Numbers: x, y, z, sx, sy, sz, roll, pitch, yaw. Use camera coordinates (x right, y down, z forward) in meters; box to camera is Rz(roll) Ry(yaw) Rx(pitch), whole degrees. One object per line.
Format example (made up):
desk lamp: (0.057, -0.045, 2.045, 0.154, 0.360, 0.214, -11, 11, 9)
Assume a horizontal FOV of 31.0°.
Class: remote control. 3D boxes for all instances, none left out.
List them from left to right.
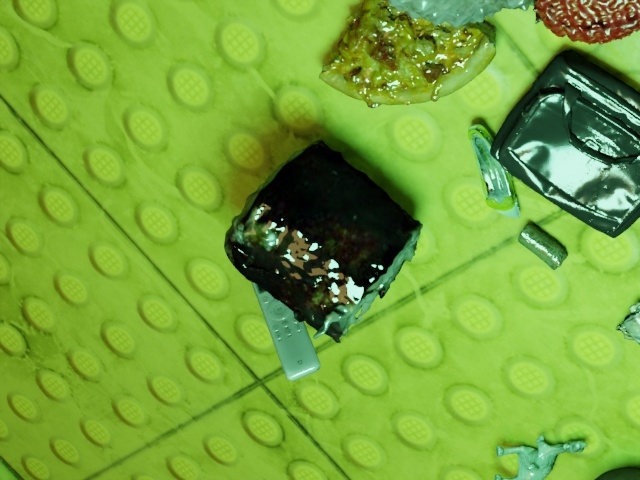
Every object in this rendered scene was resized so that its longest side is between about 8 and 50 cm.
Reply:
remote control: (-0.069, 0.144, 2.139, 0.067, 0.261, 0.029, -22, 141, -1)

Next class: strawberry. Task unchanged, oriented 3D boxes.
strawberry: (0.418, -0.370, 1.696, 0.286, 0.106, 0.188, 1, 124, 28)

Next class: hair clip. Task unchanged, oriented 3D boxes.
hair clip: (0.294, -0.121, 1.990, 0.060, 0.033, 0.188, -4, 122, 34)

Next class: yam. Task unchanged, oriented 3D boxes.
yam: (0.389, 0.010, 2.024, 0.094, 0.043, 0.043, 38, 132, 3)

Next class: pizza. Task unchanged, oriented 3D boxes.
pizza: (0.128, -0.328, 1.907, 0.335, 0.086, 0.226, -3, 121, 33)

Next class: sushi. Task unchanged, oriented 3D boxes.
sushi: (0.003, 0.000, 2.053, 0.294, 0.281, 0.299, 42, 175, 5)

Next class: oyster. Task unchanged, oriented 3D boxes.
oyster: (0.582, 0.137, 1.998, 0.165, 0.053, 0.108, -16, 131, 29)

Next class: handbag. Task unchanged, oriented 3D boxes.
handbag: (0.435, -0.149, 1.862, 0.275, 0.088, 0.244, 37, 128, 3)

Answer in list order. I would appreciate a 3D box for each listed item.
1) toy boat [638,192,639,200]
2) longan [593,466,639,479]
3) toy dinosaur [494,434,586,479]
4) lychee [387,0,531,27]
toy boat: (0.607, -0.034, 1.766, 0.293, 0.111, 0.276, 31, 170, -11)
longan: (0.604, 0.561, 2.138, 0.300, 0.300, 0.243, 36, 103, 2)
toy dinosaur: (0.381, 0.467, 2.325, 0.129, 0.076, 0.383, 22, 142, -17)
lychee: (0.190, -0.493, 1.566, 0.380, 0.380, 0.432, -39, 65, 42)
